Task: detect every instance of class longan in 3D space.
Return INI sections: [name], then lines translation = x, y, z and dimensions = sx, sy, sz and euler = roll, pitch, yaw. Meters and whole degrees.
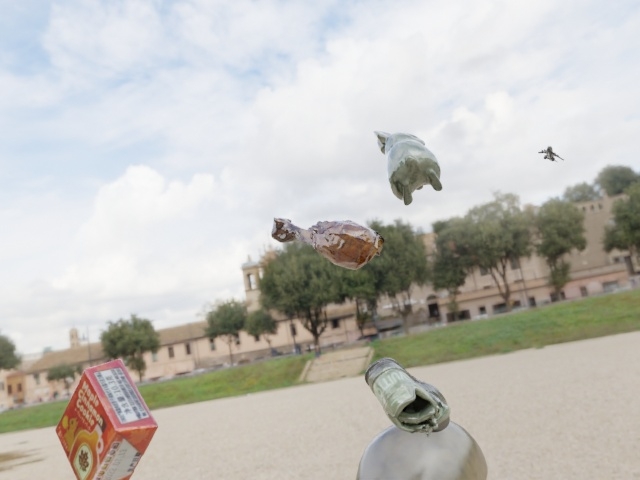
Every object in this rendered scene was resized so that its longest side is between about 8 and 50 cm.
[longan]
translation = 0.277, 0.682, 1.724
dimensions = 0.404, 0.404, 0.336
euler = -6, -21, -19

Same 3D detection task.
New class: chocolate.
[chocolate]
translation = -0.514, 0.444, 1.484
dimensions = 0.108, 0.237, 0.235
euler = 13, -65, -47

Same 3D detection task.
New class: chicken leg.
[chicken leg]
translation = 0.000, 0.000, 1.315
dimensions = 0.304, 0.093, 0.113
euler = 9, -23, 47

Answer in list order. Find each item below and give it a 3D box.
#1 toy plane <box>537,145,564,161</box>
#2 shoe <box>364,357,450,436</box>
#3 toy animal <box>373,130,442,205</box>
[toy plane]
translation = 0.663, -0.249, 1.806
dimensions = 0.078, 0.031, 0.083
euler = 23, -3, 32
[shoe]
translation = 0.211, 0.373, 1.337
dimensions = 0.109, 0.149, 0.293
euler = -42, -54, 7
[toy animal]
translation = 0.180, -0.183, 1.314
dimensions = 0.108, 0.236, 0.138
euler = -18, -46, 7
